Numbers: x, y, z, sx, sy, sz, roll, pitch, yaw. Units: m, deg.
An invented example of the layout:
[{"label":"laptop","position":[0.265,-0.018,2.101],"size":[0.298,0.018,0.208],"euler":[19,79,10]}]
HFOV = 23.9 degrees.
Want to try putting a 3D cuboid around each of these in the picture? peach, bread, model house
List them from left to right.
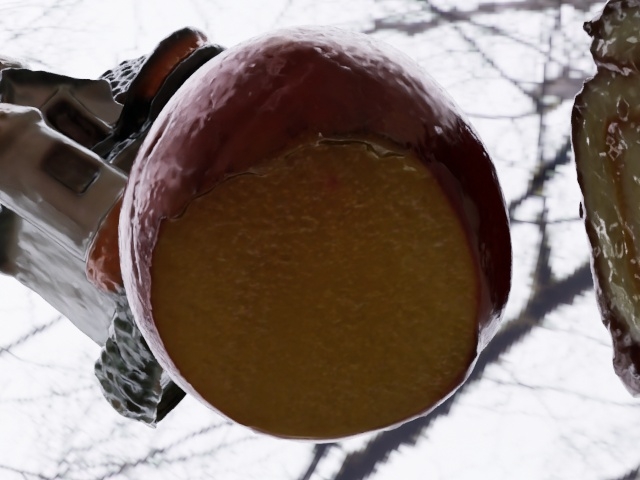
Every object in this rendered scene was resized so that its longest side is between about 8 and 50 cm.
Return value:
[{"label":"model house","position":[-0.131,-0.069,0.983],"size":[0.301,0.190,0.271],"euler":[32,-131,13]},{"label":"peach","position":[0.000,0.000,0.695],"size":[0.190,0.192,0.190],"euler":[0,-94,2]},{"label":"bread","position":[0.238,-0.041,0.855],"size":[0.123,0.190,0.244],"euler":[-11,-92,-31]}]
